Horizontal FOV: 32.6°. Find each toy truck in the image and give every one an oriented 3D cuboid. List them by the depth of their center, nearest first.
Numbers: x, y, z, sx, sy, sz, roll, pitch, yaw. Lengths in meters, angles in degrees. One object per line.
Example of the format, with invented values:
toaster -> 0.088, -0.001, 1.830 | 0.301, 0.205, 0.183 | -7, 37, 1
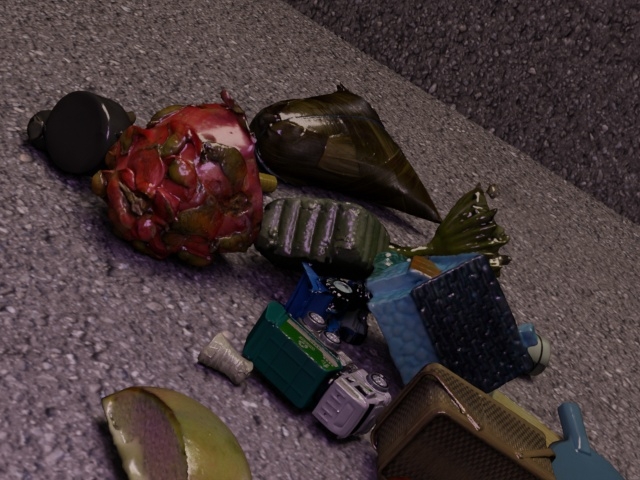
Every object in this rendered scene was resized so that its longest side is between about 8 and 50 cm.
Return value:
toy truck -> -0.014, 0.206, 1.751 | 0.253, 0.114, 0.124 | 42, 20, 23
toy truck -> 0.012, 0.113, 1.985 | 0.208, 0.113, 0.126 | 4, 33, -48

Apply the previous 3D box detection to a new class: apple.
apple -> -0.159, 0.286, 1.427 | 0.193, 0.120, 0.265 | 24, 23, -40

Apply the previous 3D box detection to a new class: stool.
stool -> -0.444, -0.208, 2.085 | 0.228, 0.153, 0.139 | 32, 10, 25

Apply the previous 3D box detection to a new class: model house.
model house -> 0.240, 0.124, 1.927 | 0.261, 0.241, 0.226 | 64, 24, -13

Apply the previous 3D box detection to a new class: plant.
plant -> 0.268, 0.008, 2.537 | 0.334, 0.251, 0.180 | -10, 5, 2

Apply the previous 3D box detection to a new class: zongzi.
zongzi -> 0.062, -0.162, 2.563 | 0.432, 0.208, 0.403 | 49, 33, 16

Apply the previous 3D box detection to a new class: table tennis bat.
table tennis bat -> 0.471, 0.416, 1.914 | 0.215, 0.044, 0.329 | 22, 33, -20

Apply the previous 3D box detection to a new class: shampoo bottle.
shampoo bottle -> 0.337, 0.202, 2.205 | 0.263, 0.085, 0.085 | 18, 25, -22

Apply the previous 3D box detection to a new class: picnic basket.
picnic basket -> 0.217, 0.324, 1.658 | 0.267, 0.165, 0.139 | 35, 22, -13

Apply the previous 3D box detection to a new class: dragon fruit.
dragon fruit -> -0.273, -0.106, 1.956 | 0.263, 0.314, 0.296 | -15, 18, -24

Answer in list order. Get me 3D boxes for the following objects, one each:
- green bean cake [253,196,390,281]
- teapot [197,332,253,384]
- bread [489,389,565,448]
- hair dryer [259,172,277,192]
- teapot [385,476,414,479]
green bean cake -> 0.000, 0.000, 2.053 | 0.227, 0.124, 0.222 | 2, -14, 22
teapot -> -0.146, 0.191, 1.725 | 0.083, 0.057, 0.067 | 37, -12, 8
bread -> 0.374, 0.358, 1.982 | 0.193, 0.036, 0.112 | 36, 26, 7
hair dryer -> -0.185, -0.132, 2.333 | 0.279, 0.090, 0.135 | 9, 29, -51
teapot -> 0.114, 0.405, 1.486 | 0.178, 0.135, 0.252 | 57, -6, -19
